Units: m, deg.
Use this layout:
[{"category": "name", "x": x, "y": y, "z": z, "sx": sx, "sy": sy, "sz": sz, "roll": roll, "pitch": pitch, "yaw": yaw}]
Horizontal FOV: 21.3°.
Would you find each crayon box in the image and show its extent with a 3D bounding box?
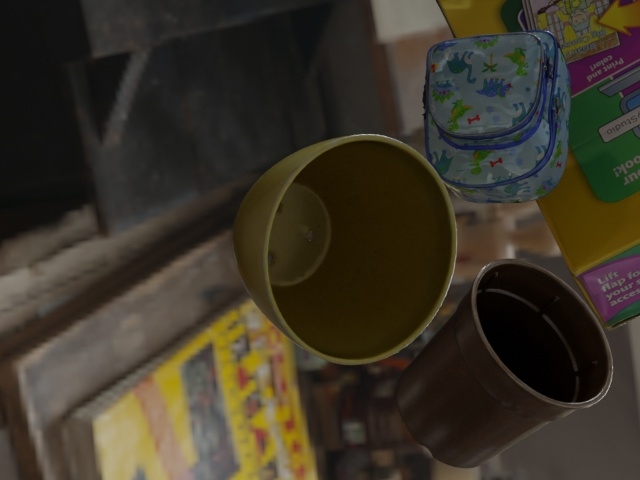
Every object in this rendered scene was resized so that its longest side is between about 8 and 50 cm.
[{"category": "crayon box", "x": 0.311, "y": -0.149, "z": 1.316, "sx": 0.106, "sy": 0.363, "sz": 0.313, "roll": 50, "pitch": 15, "yaw": -52}]

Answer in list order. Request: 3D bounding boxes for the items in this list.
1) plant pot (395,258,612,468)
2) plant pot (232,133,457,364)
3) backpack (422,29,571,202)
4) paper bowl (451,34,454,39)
[{"category": "plant pot", "x": 0.170, "y": 0.131, "z": 1.662, "sx": 0.167, "sy": 0.165, "sz": 0.167, "roll": 21, "pitch": 45, "yaw": -23}, {"category": "plant pot", "x": 0.000, "y": 0.000, "z": 1.019, "sx": 0.134, "sy": 0.095, "sz": 0.134, "roll": -5, "pitch": 100, "yaw": -32}, {"category": "backpack", "x": 0.121, "y": -0.088, "z": 1.194, "sx": 0.084, "sy": 0.105, "sz": 0.114, "roll": 38, "pitch": 51, "yaw": -66}, {"category": "paper bowl", "x": 0.275, "y": -0.192, "z": 1.862, "sx": 0.148, "sy": 0.284, "sz": 0.284, "roll": 22, "pitch": 58, "yaw": -33}]
